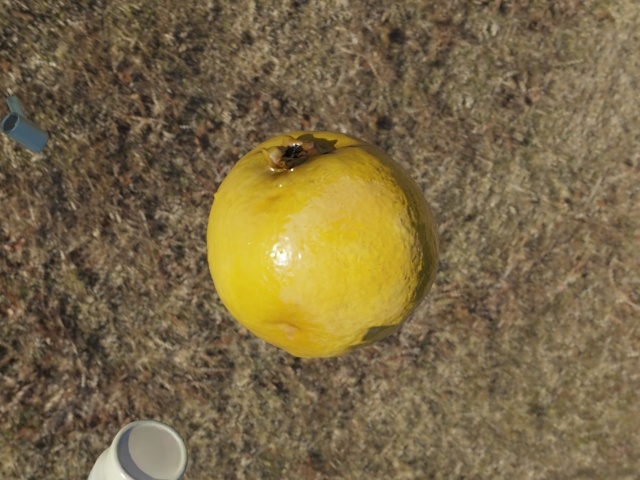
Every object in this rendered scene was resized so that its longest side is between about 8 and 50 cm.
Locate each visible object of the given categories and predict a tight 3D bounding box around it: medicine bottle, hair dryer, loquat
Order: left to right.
[{"bbox_3d":[-0.453,-0.188,1.179,0.038,0.124,0.063,-39,146,7],"label":"hair dryer"},{"bbox_3d":[-0.112,0.148,0.467,0.052,0.052,0.089,-4,140,-36],"label":"medicine bottle"},{"bbox_3d":[0.000,0.000,0.694,0.208,0.208,0.208,-19,125,-29],"label":"loquat"}]
